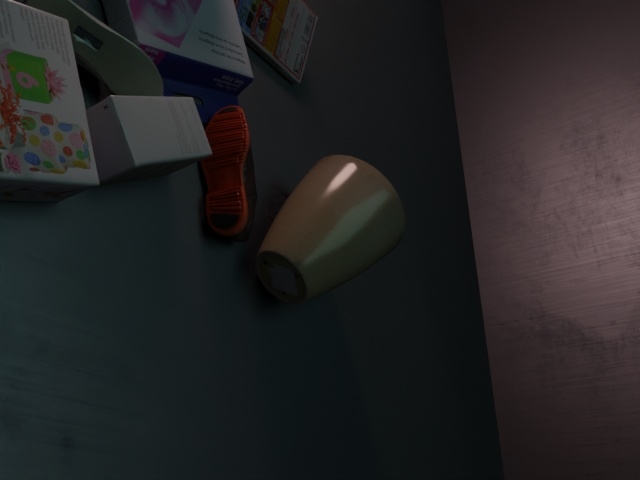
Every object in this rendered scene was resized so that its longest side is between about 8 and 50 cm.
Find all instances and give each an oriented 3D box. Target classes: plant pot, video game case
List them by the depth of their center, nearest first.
[{"bbox_3d":[0.000,0.000,1.146,0.274,0.256,0.257,-45,115,-40],"label":"plant pot"},{"bbox_3d":[-0.116,-0.543,1.354,0.285,0.025,0.204,30,69,-51],"label":"video game case"}]

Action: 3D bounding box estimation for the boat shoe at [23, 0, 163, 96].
[{"bbox_3d":[-0.340,-0.296,0.851,0.227,0.079,0.081,38,2,-40],"label":"boat shoe"}]

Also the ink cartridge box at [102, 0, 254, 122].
[{"bbox_3d":[-0.258,-0.394,1.058,0.324,0.071,0.330,-10,83,-61],"label":"ink cartridge box"}]

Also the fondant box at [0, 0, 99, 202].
[{"bbox_3d":[-0.432,-0.171,0.622,0.330,0.096,0.239,-3,78,-59],"label":"fondant box"}]

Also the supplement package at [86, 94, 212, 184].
[{"bbox_3d":[-0.275,-0.157,0.867,0.179,0.105,0.105,-25,97,-61],"label":"supplement package"}]

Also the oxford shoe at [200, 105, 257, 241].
[{"bbox_3d":[-0.170,-0.127,1.067,0.098,0.096,0.272,52,35,-67],"label":"oxford shoe"}]
